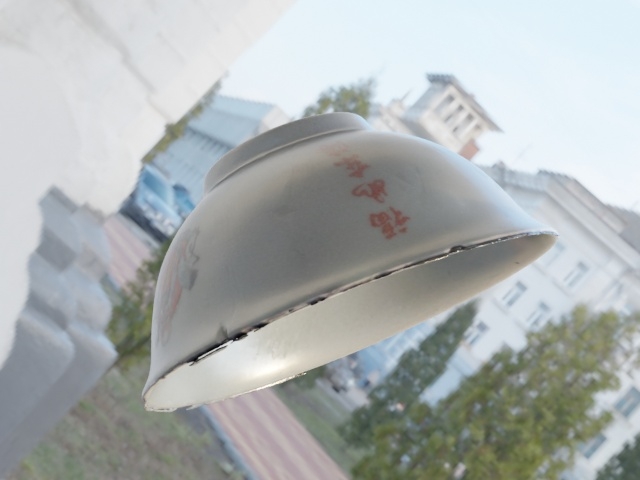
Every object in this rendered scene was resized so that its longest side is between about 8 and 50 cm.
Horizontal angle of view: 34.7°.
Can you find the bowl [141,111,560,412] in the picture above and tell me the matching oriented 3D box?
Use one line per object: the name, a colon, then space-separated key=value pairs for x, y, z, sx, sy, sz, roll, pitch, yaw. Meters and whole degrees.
bowl: x=0.000 y=0.000 z=0.808 sx=0.345 sy=0.345 sz=0.157 roll=58 pitch=11 yaw=-77
